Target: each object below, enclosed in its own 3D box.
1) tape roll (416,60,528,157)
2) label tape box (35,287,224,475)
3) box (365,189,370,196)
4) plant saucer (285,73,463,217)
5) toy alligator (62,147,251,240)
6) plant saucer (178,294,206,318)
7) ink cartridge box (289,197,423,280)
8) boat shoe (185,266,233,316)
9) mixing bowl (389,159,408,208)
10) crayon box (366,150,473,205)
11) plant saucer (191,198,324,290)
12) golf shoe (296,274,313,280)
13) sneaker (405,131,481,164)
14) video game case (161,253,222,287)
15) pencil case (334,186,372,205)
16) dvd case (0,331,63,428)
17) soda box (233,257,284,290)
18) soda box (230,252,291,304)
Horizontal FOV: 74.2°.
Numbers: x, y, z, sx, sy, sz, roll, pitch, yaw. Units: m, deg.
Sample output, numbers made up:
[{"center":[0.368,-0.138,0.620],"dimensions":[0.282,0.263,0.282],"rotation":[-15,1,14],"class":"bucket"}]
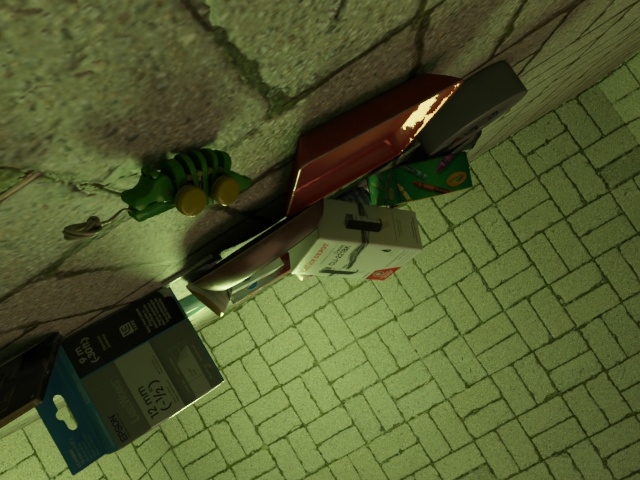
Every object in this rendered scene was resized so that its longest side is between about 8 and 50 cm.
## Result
[{"center":[0.298,-0.259,0.859],"dimensions":[0.219,0.072,0.219],"rotation":[-31,174,-3],"class":"tape roll"},{"center":[-0.421,0.292,0.901],"dimensions":[0.348,0.249,0.115],"rotation":[-30,175,-23],"class":"label tape box"},{"center":[0.122,-0.026,1.306],"dimensions":[0.153,0.207,0.108],"rotation":[-35,176,34],"class":"box"},{"center":[0.054,-0.144,0.653],"dimensions":[0.259,0.047,0.258],"rotation":[-31,175,-13],"class":"plant saucer"},{"center":[-0.139,-0.052,0.388],"dimensions":[0.190,0.056,0.051],"rotation":[-25,130,-43],"class":"toy alligator"},{"center":[-0.480,0.252,1.382],"dimensions":[0.318,0.043,0.317],"rotation":[-32,175,-3],"class":"plant saucer"},{"center":[0.077,0.005,1.044],"dimensions":[0.273,0.114,0.197],"rotation":[7,150,-21],"class":"ink cartridge box"},{"center":[-0.248,0.104,0.990],"dimensions":[0.096,0.098,0.277],"rotation":[-46,-164,-14],"class":"boat shoe"},{"center":[0.263,-0.181,1.281],"dimensions":[0.182,0.098,0.181],"rotation":[-31,175,-3],"class":"mixing bowl"},{"center":[0.218,-0.138,1.002],"dimensions":[0.166,0.081,0.278],"rotation":[-13,-175,-4],"class":"crayon box"},{"center":[-0.113,0.013,0.854],"dimensions":[0.311,0.050,0.310],"rotation":[-34,-174,4],"class":"plant saucer"},{"center":[-0.059,0.089,1.788],"dimensions":[0.115,0.140,0.306],"rotation":[-35,176,22],"class":"golf shoe"},{"center":[0.343,-0.249,1.156],"dimensions":[0.227,0.087,0.130],"rotation":[-41,164,33],"class":"sneaker"},{"center":[-0.278,0.067,0.927],"dimensions":[0.122,0.011,0.087],"rotation":[-32,175,-2],"class":"video game case"},{"center":[0.048,-0.067,1.164],"dimensions":[0.206,0.088,0.086],"rotation":[-33,162,-4],"class":"pencil case"},{"center":[-0.537,0.260,0.690],"dimensions":[0.221,0.018,0.164],"rotation":[-32,-147,-3],"class":"dvd case"},{"center":[-0.218,0.095,1.263],"dimensions":[0.216,0.069,0.074],"rotation":[-26,174,-41],"class":"soda box"},{"center":[-0.209,0.121,1.495],"dimensions":[0.263,0.083,0.092],"rotation":[-32,176,-4],"class":"soda box"}]
